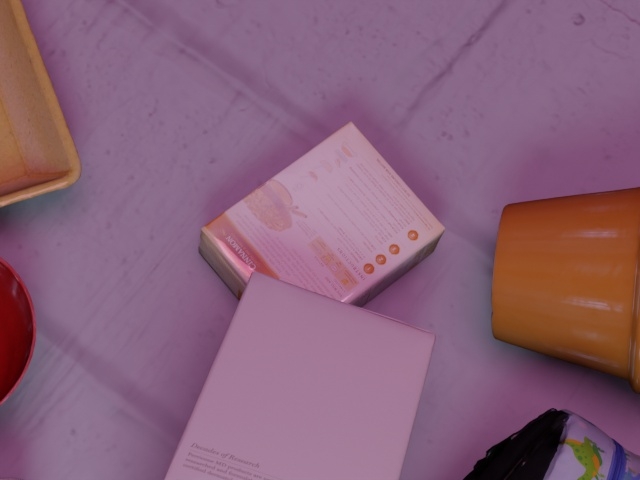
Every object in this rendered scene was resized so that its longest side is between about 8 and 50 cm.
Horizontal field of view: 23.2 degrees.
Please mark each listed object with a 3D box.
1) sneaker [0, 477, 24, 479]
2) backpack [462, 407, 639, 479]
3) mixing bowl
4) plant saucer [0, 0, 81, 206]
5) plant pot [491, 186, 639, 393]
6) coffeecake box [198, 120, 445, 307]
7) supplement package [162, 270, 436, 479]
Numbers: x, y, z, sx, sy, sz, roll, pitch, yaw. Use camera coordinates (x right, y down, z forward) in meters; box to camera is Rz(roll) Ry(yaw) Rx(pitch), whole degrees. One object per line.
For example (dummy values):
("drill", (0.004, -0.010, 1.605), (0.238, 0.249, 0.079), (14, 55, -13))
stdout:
("sneaker", (-0.358, 0.203, 1.267), (0.210, 0.137, 0.366), (-18, 100, -1))
("backpack", (0.165, 0.314, 1.287), (0.273, 0.290, 0.356), (20, 61, -4))
("mixing bowl", (-0.342, 0.097, 1.393), (0.181, 0.098, 0.181), (2, 68, -5))
("plant saucer", (-0.431, -0.137, 1.485), (0.332, 0.081, 0.333), (-19, 72, -12))
("plant pot", (0.258, 0.037, 1.443), (0.188, 0.205, 0.205), (4, 68, 13))
("coffeecake box", (0.000, 0.000, 1.484), (0.185, 0.068, 0.142), (-36, 77, -18))
("supplement package", (-0.030, 0.198, 1.285), (0.175, 0.177, 0.293), (19, 39, 1))
